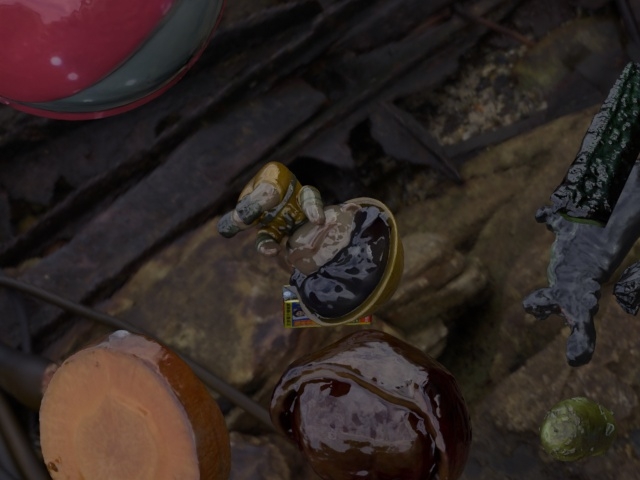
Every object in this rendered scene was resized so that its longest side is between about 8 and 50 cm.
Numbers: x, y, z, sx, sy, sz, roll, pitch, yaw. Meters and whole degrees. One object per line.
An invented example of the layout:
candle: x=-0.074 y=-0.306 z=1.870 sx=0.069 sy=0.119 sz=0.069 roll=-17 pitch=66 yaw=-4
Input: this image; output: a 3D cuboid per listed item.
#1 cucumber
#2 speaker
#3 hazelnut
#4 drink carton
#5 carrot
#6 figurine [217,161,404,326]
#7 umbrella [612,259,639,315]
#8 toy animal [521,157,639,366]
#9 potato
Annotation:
cucumber: x=0.226 y=-0.059 z=0.745 sx=0.046 sy=0.070 sz=0.220 roll=24 pitch=46 yaw=18
speaker: x=-0.213 y=-0.247 z=0.805 sx=0.294 sy=0.294 sz=0.294 roll=-13 pitch=58 yaw=21
hazelnut: x=0.056 y=0.177 z=0.938 sx=0.201 sy=0.170 sz=0.160 roll=21 pitch=65 yaw=48
drink carton: x=0.012 y=0.118 z=1.744 sx=0.165 sy=0.071 sz=0.056 roll=-2 pitch=35 yaw=-5
carrot: x=-0.253 y=0.266 z=1.271 sx=0.258 sy=0.307 sz=0.100 roll=3 pitch=25 yaw=19
figurine: x=0.002 y=-0.003 z=1.299 sx=0.192 sy=0.257 sz=0.167 roll=-34 pitch=17 yaw=40
umbrella: x=0.578 y=0.025 z=1.589 sx=0.059 sy=0.066 sz=0.236 roll=29 pitch=67 yaw=38
toy animal: x=0.410 y=0.016 z=1.455 sx=0.168 sy=0.106 sz=0.343 roll=25 pitch=88 yaw=30
potato: x=0.475 y=0.345 z=1.706 sx=0.090 sy=0.225 sz=0.117 roll=29 pitch=100 yaw=42
